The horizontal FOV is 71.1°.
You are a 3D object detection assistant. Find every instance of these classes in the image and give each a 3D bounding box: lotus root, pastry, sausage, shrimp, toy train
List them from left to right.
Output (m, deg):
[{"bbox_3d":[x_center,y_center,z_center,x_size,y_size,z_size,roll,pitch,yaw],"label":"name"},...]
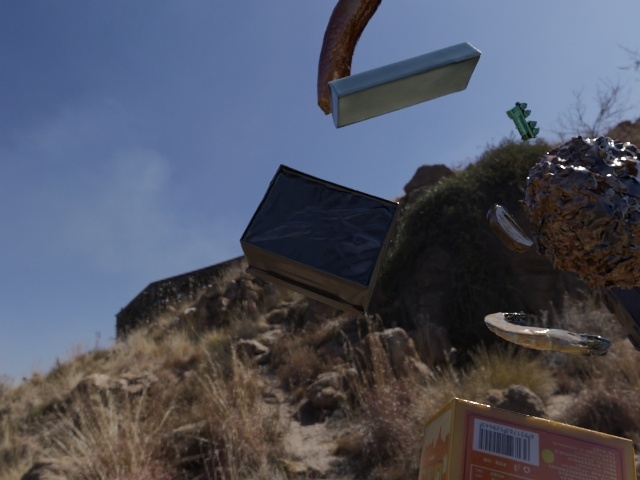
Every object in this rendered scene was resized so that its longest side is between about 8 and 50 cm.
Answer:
[{"bbox_3d":[0.054,-0.423,0.969,0.103,0.302,0.076,12,7,-30],"label":"sausage"},{"bbox_3d":[0.281,-0.015,0.682,0.030,0.083,0.037,-32,-11,-18],"label":"lotus root"},{"bbox_3d":[0.451,-0.263,0.996,0.045,0.092,0.029,-33,12,-1],"label":"toy train"},{"bbox_3d":[0.424,0.179,0.859,0.220,0.046,0.152,9,6,5],"label":"shrimp"},{"bbox_3d":[0.463,-0.041,0.753,0.275,0.274,0.193,-2,-30,-17],"label":"pastry"}]

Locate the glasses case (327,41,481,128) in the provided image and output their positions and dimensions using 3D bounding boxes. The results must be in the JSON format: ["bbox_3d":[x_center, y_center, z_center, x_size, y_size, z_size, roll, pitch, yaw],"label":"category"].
[{"bbox_3d":[0.147,-0.289,0.820,0.266,0.056,0.105,-18,-17,-5],"label":"glasses case"}]

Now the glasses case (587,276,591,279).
[{"bbox_3d":[0.782,-0.019,1.188,0.095,0.062,0.272,27,-80,-48],"label":"glasses case"}]

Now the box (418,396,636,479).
[{"bbox_3d":[0.330,0.431,0.771,0.284,0.213,0.259,13,-31,8],"label":"box"}]

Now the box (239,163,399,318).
[{"bbox_3d":[0.000,0.001,1.148,0.345,0.251,0.204,19,-27,11],"label":"box"}]

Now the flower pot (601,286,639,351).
[{"bbox_3d":[0.883,0.208,1.257,0.084,0.250,0.179,-28,-34,12],"label":"flower pot"}]
